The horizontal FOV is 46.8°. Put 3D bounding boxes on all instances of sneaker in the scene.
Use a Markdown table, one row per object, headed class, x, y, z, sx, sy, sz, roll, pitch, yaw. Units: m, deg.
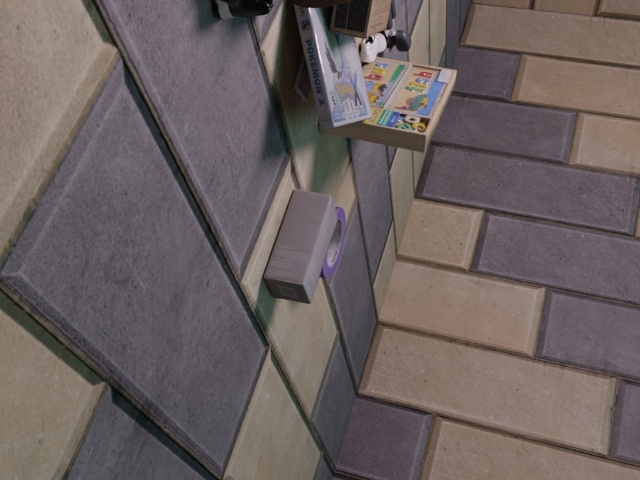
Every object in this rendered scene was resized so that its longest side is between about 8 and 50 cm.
| class | x | y | z | sx | sy | sz | roll | pitch | yaw |
| --- | --- | --- | --- | --- | --- | --- | --- | --- | --- |
| sneaker | 0.150 | -0.557 | 2.085 | 0.152 | 0.054 | 0.061 | -60 | 154 | -48 |
| sneaker | -0.105 | -0.451 | 1.127 | 0.078 | 0.106 | 0.234 | -54 | 152 | -59 |

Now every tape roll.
| class | x | y | z | sx | sy | sz | roll | pitch | yaw |
| --- | --- | --- | --- | --- | --- | --- | --- | --- | --- |
| tape roll | 0.000 | 0.000 | 1.901 | 0.189 | 0.080 | 0.188 | 12 | 90 | -74 |

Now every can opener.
| class | x | y | z | sx | sy | sz | roll | pitch | yaw |
| --- | --- | --- | --- | --- | --- | --- | --- | --- | --- |
| can opener | 0.218 | -0.656 | 2.174 | 0.283 | 0.095 | 0.075 | 65 | 38 | -66 |

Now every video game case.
| class | x | y | z | sx | sy | sz | roll | pitch | yaw |
| --- | --- | --- | --- | --- | --- | --- | --- | --- | --- |
| video game case | -0.030 | -0.379 | 1.638 | 0.087 | 0.011 | 0.121 | 38 | 65 | -73 |
| video game case | 0.032 | -0.401 | 1.611 | 0.329 | 0.036 | 0.299 | -35 | 114 | -68 |

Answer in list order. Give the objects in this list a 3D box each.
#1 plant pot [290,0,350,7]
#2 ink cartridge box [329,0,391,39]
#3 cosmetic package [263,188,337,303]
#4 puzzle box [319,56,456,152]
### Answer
| class | x | y | z | sx | sy | sz | roll | pitch | yaw |
| --- | --- | --- | --- | --- | --- | --- | --- | --- | --- |
| plant pot | 0.017 | -0.573 | 1.283 | 0.229 | 0.263 | 0.263 | 63 | 38 | -39 |
| ink cartridge box | 0.099 | -0.547 | 1.590 | 0.234 | 0.088 | 0.193 | -54 | 156 | -66 |
| cosmetic package | -0.042 | 0.013 | 1.723 | 0.127 | 0.107 | 0.237 | 73 | 29 | -61 |
| puzzle box | 0.187 | -0.371 | 1.943 | 0.409 | 0.272 | 0.052 | -61 | 159 | -50 |
